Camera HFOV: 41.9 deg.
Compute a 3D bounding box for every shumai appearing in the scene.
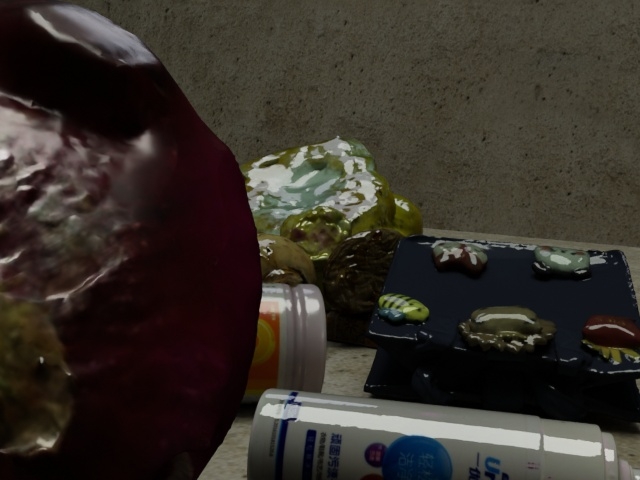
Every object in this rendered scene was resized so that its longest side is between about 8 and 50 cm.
[{"bbox_3d":[0.057,0.045,1.196,0.105,0.123,0.139,-4,21,45],"label":"shumai"}]

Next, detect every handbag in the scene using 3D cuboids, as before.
[{"bbox_3d":[0.220,0.096,1.001,0.303,0.122,0.329,4,19,12],"label":"handbag"}]

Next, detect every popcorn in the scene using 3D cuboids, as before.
[{"bbox_3d":[-0.007,0.001,1.233,0.109,0.097,0.089,1,-23,8],"label":"popcorn"}]

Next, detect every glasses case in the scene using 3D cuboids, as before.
[{"bbox_3d":[0.120,0.128,1.192,0.218,0.049,0.075,6,6,28],"label":"glasses case"}]

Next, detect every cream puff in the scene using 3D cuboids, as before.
[{"bbox_3d":[0.000,0.000,1.481,0.378,0.276,0.378,-5,38,4],"label":"cream puff"}]

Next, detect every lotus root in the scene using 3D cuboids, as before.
[{"bbox_3d":[-0.108,0.059,1.178,0.160,0.146,0.284,9,0,-27],"label":"lotus root"}]

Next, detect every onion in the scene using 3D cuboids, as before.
[{"bbox_3d":[-0.242,0.049,0.542,0.398,0.399,0.420,2,-15,-8],"label":"onion"}]

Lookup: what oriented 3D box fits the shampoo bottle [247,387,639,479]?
[{"bbox_3d":[0.102,0.169,0.615,0.303,0.092,0.092,5,6,10],"label":"shampoo bottle"}]

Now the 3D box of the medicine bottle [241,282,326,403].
[{"bbox_3d":[-0.125,0.107,0.885,0.249,0.133,0.133,3,6,-9],"label":"medicine bottle"}]
